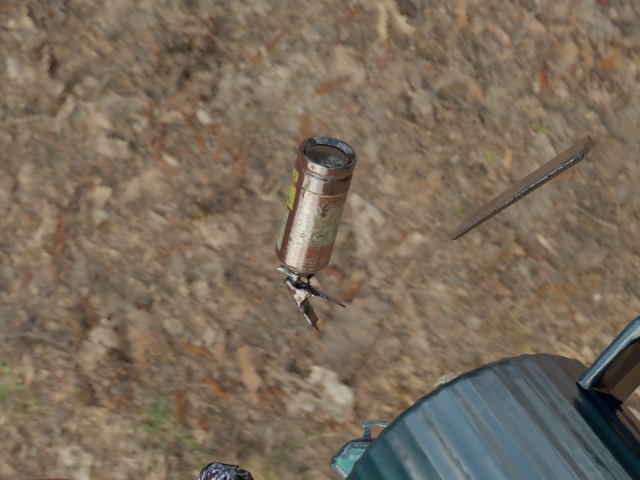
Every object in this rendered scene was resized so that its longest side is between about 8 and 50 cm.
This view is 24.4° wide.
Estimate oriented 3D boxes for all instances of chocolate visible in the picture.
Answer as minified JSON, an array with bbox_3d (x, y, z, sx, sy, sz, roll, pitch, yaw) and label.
[{"bbox_3d":[-0.107,0.300,1.514,0.070,0.072,0.147,-36,31,32],"label":"chocolate"}]

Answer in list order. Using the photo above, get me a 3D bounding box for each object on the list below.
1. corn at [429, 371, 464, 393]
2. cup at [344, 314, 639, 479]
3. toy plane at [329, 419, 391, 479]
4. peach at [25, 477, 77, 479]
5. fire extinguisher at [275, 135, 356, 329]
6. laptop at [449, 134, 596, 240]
[{"bbox_3d":[0.171,0.214,1.691,0.092,0.280,0.092,-3,73,10],"label":"corn"},{"bbox_3d":[0.173,0.223,0.942,0.292,0.242,0.308,55,141,41],"label":"cup"},{"bbox_3d":[0.098,0.222,1.321,0.235,0.060,0.096,10,67,7],"label":"toy plane"},{"bbox_3d":[-0.130,0.154,0.641,0.100,0.100,0.101,-6,74,21],"label":"peach"},{"bbox_3d":[-0.008,0.000,1.876,0.106,0.075,0.252,46,134,39],"label":"fire extinguisher"},{"bbox_3d":[0.249,-0.062,1.820,0.197,0.135,0.016,-35,91,20],"label":"laptop"}]
